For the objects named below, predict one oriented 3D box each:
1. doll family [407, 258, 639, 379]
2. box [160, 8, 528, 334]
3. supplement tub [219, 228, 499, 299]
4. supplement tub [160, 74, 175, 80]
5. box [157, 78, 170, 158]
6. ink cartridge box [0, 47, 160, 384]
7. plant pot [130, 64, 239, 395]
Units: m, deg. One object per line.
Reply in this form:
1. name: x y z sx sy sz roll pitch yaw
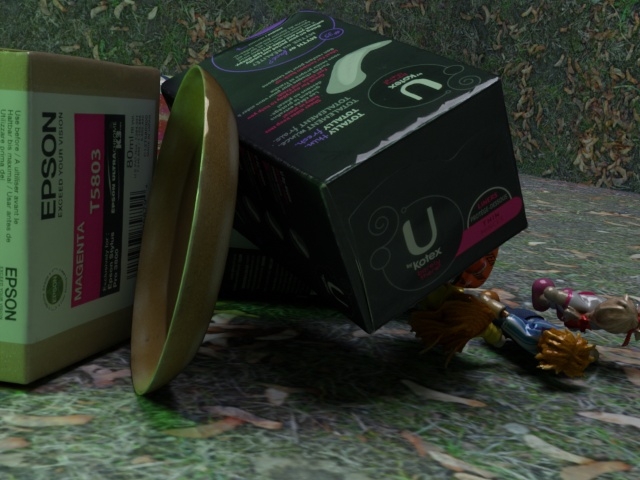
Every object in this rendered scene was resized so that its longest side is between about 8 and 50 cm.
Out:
1. doll family: 0.165 0.069 0.798 0.263 0.118 0.163 22 -1 -11
2. box: 0.012 -0.071 0.732 0.165 0.143 0.270 -32 36 -18
3. supplement tub: 0.014 -0.036 0.982 0.338 0.207 0.207 4 9 -10
4. supplement tub: -0.187 -0.157 1.532 0.325 0.235 0.235 -4 13 -43
5. box: -0.327 -0.139 1.166 0.257 0.123 0.128 3 -25 -17
6. ink cartridge box: -0.208 -0.027 0.696 0.088 0.235 0.193 6 10 15
7. plant pot: -0.098 -0.006 0.641 0.032 0.236 0.236 9 7 -18
